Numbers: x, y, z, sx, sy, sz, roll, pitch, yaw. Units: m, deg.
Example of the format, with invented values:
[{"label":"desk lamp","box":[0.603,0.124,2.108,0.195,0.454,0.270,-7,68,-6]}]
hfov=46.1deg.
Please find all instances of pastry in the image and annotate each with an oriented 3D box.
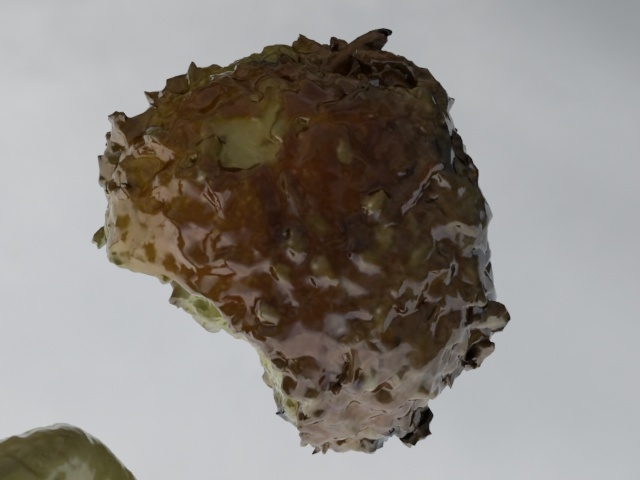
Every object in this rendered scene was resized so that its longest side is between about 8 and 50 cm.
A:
[{"label":"pastry","box":[0.003,-0.017,0.724,0.405,0.292,0.337,47,-105,-13]}]

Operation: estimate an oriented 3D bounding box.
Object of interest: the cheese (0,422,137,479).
[{"label":"cheese","box":[-0.189,0.230,0.463,0.226,0.117,0.214,-21,-94,-52]}]
